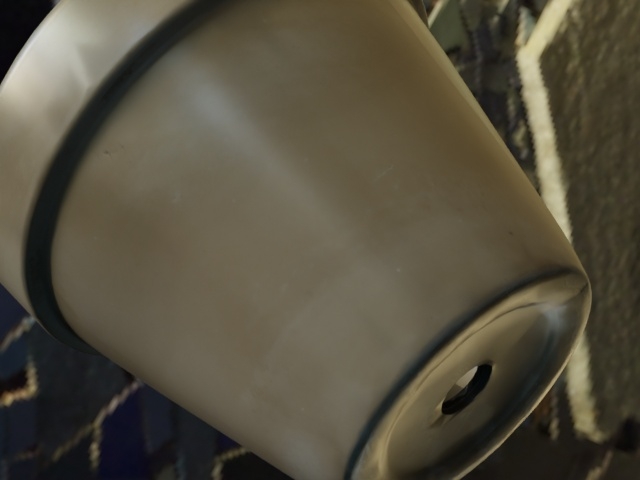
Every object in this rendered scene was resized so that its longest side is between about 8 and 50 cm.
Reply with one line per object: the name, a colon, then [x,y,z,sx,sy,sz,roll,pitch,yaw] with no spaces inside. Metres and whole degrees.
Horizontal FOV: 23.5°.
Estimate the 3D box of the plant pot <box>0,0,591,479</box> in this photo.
plant pot: [0.000,0.000,0.921,0.280,0.323,0.323,44,161,29]
